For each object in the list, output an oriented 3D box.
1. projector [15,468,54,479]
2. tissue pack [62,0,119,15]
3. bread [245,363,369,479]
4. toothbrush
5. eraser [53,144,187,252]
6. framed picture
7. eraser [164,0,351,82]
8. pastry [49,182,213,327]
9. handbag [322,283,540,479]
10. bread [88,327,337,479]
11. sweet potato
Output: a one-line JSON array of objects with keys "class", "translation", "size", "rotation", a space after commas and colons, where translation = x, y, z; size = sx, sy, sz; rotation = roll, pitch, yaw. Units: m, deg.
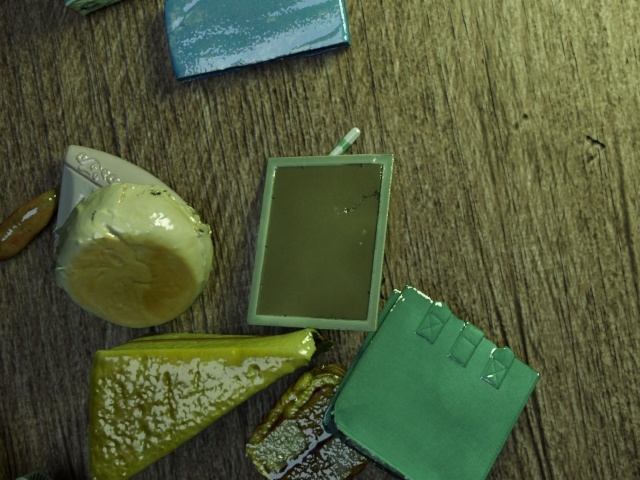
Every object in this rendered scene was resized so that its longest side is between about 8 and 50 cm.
[{"class": "projector", "translation": [-0.453, 0.561, 1.369], "size": [0.257, 0.079, 0.259], "rotation": [31, 102, 12]}, {"class": "tissue pack", "translation": [-0.374, -0.576, 1.403], "size": [0.228, 0.103, 0.316], "rotation": [-19, 88, 8]}, {"class": "bread", "translation": [-0.009, 0.325, 1.348], "size": [0.222, 0.096, 0.181], "rotation": [-45, 85, 8]}, {"class": "toothbrush", "translation": [-0.023, -0.094, 1.388], "size": [0.018, 0.024, 0.257], "rotation": [44, 96, 7]}, {"class": "eraser", "translation": [-0.344, -0.055, 1.422], "size": [0.243, 0.059, 0.204], "rotation": [7, 91, 9]}, {"class": "framed picture", "translation": [0.000, 0.000, 1.329], "size": [0.231, 0.018, 0.293], "rotation": [1, 76, 23]}, {"class": "eraser", "translation": [-0.111, -0.370, 1.389], "size": [0.312, 0.042, 0.144], "rotation": [-10, 89, 10]}, {"class": "pastry", "translation": [-0.305, 0.024, 1.335], "size": [0.264, 0.133, 0.265], "rotation": [-4, 133, -4]}, {"class": "handbag", "translation": [0.169, 0.248, 1.278], "size": [0.268, 0.100, 0.274], "rotation": [31, 69, -1]}, {"class": "bread", "translation": [-0.158, 0.261, 1.305], "size": [0.361, 0.233, 0.245], "rotation": [-2, 90, 9]}, {"class": "sweet potato", "translation": [-0.561, -0.010, 1.463], "size": [0.255, 0.058, 0.078], "rotation": [-31, 69, 11]}]
